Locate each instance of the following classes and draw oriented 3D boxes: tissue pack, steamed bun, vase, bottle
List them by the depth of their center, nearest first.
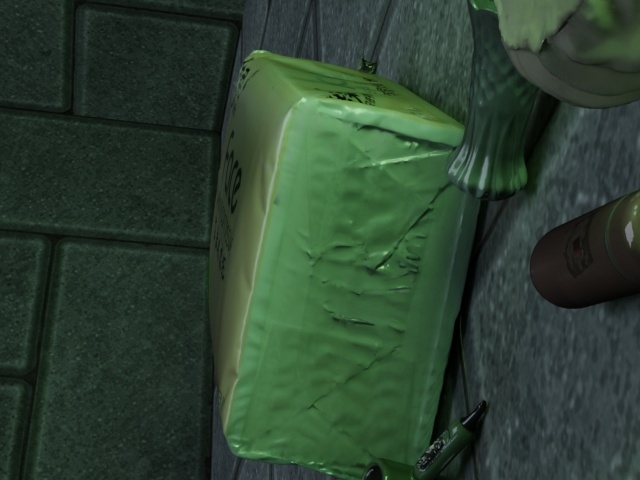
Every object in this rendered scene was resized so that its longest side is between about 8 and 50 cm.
[{"bbox_3d":[0.164,-0.157,0.566,0.183,0.106,0.183,-175,90,-76],"label":"steamed bun"},{"bbox_3d":[0.164,0.006,0.615,0.140,0.053,0.053,140,134,-75],"label":"bottle"},{"bbox_3d":[0.133,-0.104,0.800,0.081,0.081,0.149,-101,15,-58],"label":"vase"},{"bbox_3d":[0.000,0.000,1.107,0.405,0.205,0.332,-122,42,-72],"label":"tissue pack"}]

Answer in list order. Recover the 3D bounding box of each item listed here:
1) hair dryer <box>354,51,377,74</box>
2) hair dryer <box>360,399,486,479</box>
[{"bbox_3d":[0.018,-0.199,1.548,0.229,0.092,0.267,-89,23,-53],"label":"hair dryer"},{"bbox_3d":[0.097,0.178,0.911,0.150,0.071,0.047,-57,28,32],"label":"hair dryer"}]
